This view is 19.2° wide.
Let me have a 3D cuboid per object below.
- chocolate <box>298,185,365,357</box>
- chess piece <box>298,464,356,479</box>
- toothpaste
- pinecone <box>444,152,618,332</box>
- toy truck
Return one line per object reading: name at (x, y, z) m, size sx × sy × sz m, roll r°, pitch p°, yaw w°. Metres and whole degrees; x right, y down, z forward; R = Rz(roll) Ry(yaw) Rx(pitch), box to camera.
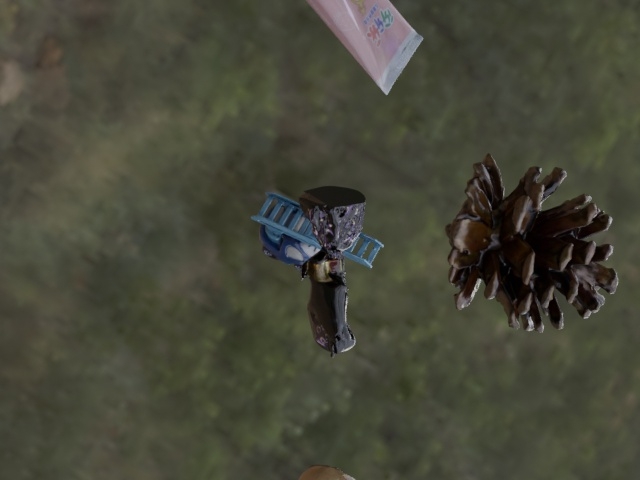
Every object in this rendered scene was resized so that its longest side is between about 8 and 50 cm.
chocolate at (0.006, 0.027, 1.707) m, size 0.072 × 0.070 × 0.147 m, roll -87°, pitch -175°, yaw -77°
chess piece at (0.011, 0.307, 2.289) m, size 0.084 × 0.083 × 0.038 m, roll 101°, pitch 13°, yaw -55°
toothpaste at (-0.003, -0.191, 1.307) m, size 0.043 × 0.194 × 0.067 m, roll -24°, pitch -154°, yaw 45°
pinecone at (0.215, 0.007, 1.943) m, size 0.150 × 0.195 × 0.179 m, roll -44°, pitch -162°, yaw 52°
toy truck at (0.000, 0.000, 1.890) m, size 0.063 × 0.136 × 0.074 m, roll -62°, pitch 162°, yaw -18°
